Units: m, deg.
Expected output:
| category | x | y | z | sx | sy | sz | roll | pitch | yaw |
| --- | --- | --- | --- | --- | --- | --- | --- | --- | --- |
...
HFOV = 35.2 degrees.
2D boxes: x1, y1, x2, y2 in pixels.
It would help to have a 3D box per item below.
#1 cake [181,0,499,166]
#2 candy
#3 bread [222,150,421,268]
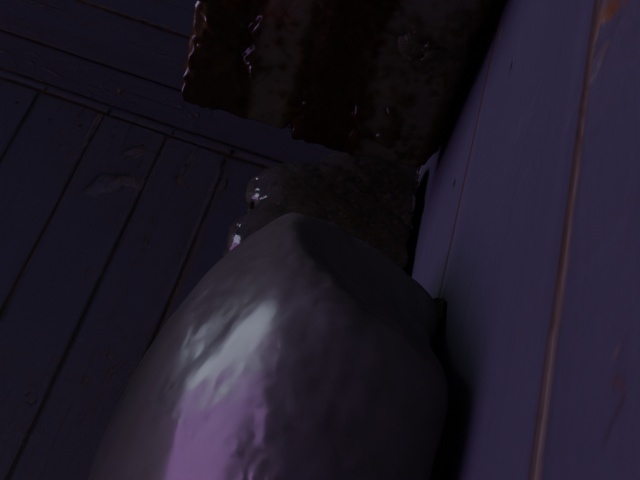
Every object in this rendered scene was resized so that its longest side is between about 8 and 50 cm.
| category | x | y | z | sx | sy | sz | roll | pitch | yaw |
| --- | --- | --- | --- | --- | --- | --- | --- | --- | --- |
| cake | 0.029 | -0.261 | 1.029 | 0.282 | 0.290 | 0.256 | -74 | 2 | -49 |
| candy | -0.065 | 0.183 | 0.679 | 0.386 | 0.186 | 0.427 | -87 | 20 | -62 |
| bread | 0.001 | 0.005 | 1.027 | 0.337 | 0.183 | 0.102 | -72 | -7 | -57 |
